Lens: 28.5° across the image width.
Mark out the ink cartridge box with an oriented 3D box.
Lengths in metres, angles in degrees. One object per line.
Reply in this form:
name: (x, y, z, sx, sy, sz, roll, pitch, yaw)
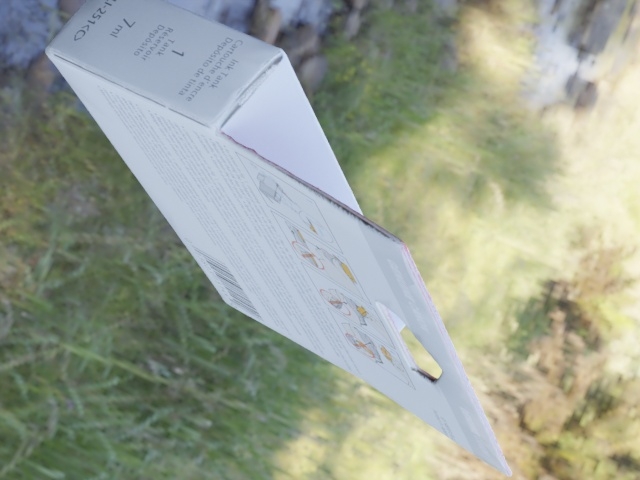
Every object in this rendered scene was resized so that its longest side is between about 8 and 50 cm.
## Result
ink cartridge box: (0.000, 0.000, 0.752, 0.066, 0.261, 0.296, -52, 148, -16)
